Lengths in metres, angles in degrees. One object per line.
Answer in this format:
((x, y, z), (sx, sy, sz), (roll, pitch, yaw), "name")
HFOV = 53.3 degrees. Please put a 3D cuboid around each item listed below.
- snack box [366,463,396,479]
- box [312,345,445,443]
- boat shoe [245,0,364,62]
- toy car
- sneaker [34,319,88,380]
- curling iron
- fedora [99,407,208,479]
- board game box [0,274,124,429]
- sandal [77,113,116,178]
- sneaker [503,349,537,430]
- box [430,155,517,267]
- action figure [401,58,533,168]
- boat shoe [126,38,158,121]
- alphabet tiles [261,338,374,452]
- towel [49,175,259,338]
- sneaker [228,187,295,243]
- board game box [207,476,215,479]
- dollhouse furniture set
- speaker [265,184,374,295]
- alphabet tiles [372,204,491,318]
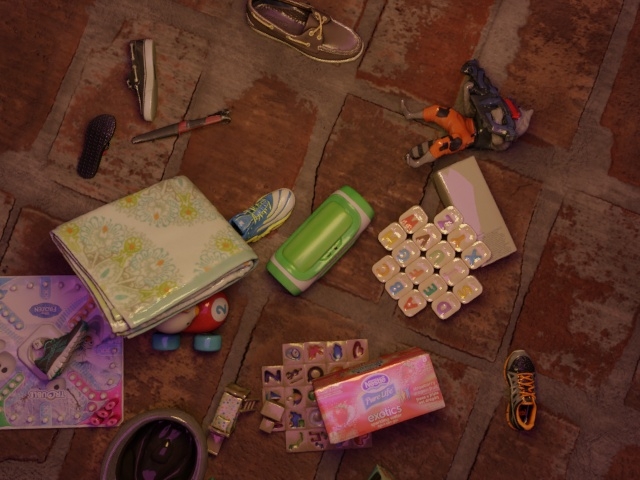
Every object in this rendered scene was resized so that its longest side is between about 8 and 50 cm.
((0.091, 0.735, 1.588), (0.060, 0.187, 0.322), (32, 86, -2), "snack box")
((0.140, 0.384, 1.608), (0.299, 0.154, 0.142), (-17, 89, -3), "box")
((-0.039, -0.555, 1.663), (0.324, 0.097, 0.117), (20, 87, -3), "boat shoe")
((-0.335, 0.168, 1.554), (0.210, 0.238, 0.219), (2, 89, -3), "toy car")
((-0.642, 0.260, 1.573), (0.076, 0.065, 0.167), (35, 85, 2), "sneaker")
((-0.357, -0.290, 1.660), (0.273, 0.068, 0.035), (-16, 91, 2), "curling iron")
((-0.408, 0.552, 1.595), (0.243, 0.124, 0.276), (25, 79, -5), "fedora")
((-0.703, 0.285, 1.623), (0.389, 0.050, 0.390), (-1, 88, -4), "board game box")
((-0.580, -0.247, 1.656), (0.067, 0.040, 0.179), (27, 101, 3), "sandal")
((0.536, 0.397, 1.677), (0.084, 0.083, 0.215), (-2, 87, -2), "sneaker")
((0.399, -0.073, 1.676), (0.113, 0.094, 0.275), (-23, 89, -4), "box")
((0.378, -0.314, 1.657), (0.329, 0.179, 0.342), (-4, 46, 6), "action figure")
((-0.461, -0.412, 1.648), (0.070, 0.078, 0.220), (-3, 80, -4), "boat shoe")
((0.018, 0.408, 1.682), (0.342, 0.011, 0.285), (-3, 88, -3), "alphabet tiles")
((-0.378, 0.020, 1.469), (0.374, 0.090, 0.320), (-29, 66, -32), "towel")
((-0.162, -0.049, 1.626), (0.240, 0.126, 0.091), (-40, 91, -3), "sneaker")
((-0.321, 0.736, 1.633), (0.210, 0.047, 0.160), (-33, 90, -3), "board game box")
((-0.197, 0.480, 1.612), (0.160, 0.101, 0.182), (22, 87, 4), "dollhouse furniture set")
((0.000, 0.000, 1.636), (0.131, 0.131, 0.296), (44, 86, -1), "speaker")
((0.284, 0.056, 1.652), (0.278, 0.021, 0.284), (-39, 87, 17), "alphabet tiles")
